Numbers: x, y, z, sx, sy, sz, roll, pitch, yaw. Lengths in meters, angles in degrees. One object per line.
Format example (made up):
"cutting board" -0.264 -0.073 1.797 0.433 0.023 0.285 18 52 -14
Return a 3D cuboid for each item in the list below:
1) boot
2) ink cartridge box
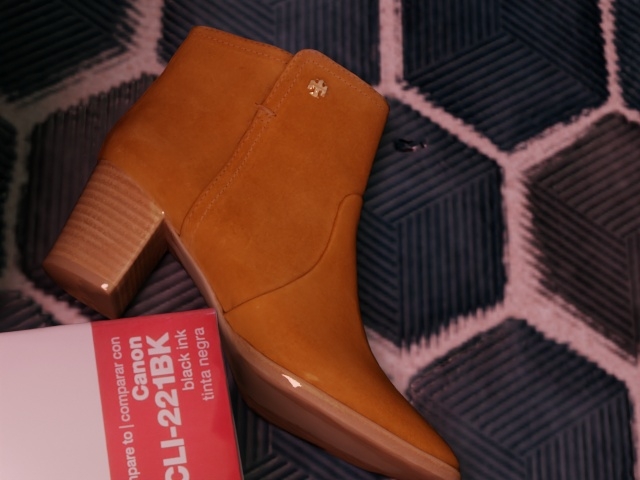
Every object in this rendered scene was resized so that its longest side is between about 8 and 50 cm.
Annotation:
"boot" -0.001 0.000 0.793 0.295 0.104 0.211 32 69 3
"ink cartridge box" -0.190 0.125 0.658 0.273 0.197 0.114 -7 74 -15
